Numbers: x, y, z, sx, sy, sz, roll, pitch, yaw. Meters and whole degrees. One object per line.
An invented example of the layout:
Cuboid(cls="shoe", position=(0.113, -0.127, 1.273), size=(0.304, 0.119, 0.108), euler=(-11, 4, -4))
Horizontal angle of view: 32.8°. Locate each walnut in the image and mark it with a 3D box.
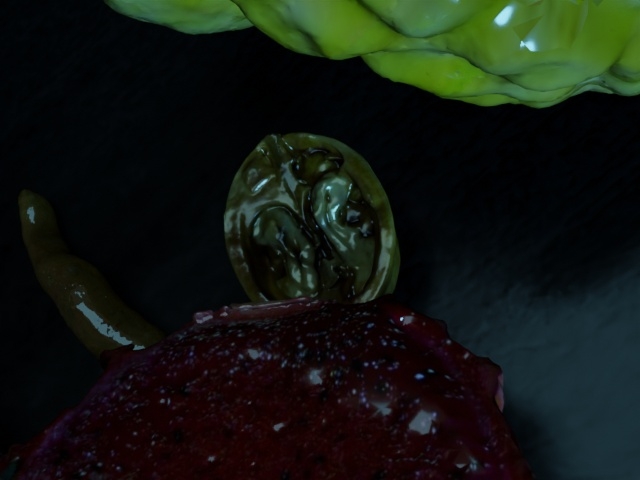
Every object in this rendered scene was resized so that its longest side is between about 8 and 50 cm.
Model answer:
Cuboid(cls="walnut", position=(0.000, 0.000, 0.587), size=(0.091, 0.052, 0.121), euler=(-28, 64, 10))

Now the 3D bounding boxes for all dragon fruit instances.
Cuboid(cls="dragon fruit", position=(-0.017, 0.131, 0.506), size=(0.261, 0.163, 0.189), euler=(5, 113, 16))

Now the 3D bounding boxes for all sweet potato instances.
Cuboid(cls="sweet potato", position=(-0.134, 0.033, 0.629), size=(0.179, 0.044, 0.044), euler=(42, 90, 25))

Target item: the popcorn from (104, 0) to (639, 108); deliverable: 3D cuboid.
Cuboid(cls="popcorn", position=(0.047, -0.203, 0.518), size=(0.381, 0.348, 0.349), euler=(-19, 61, 55))

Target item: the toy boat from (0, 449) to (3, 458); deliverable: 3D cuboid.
Cuboid(cls="toy boat", position=(-0.285, 0.217, 0.597), size=(0.061, 0.096, 0.299), euler=(35, 89, 16))
